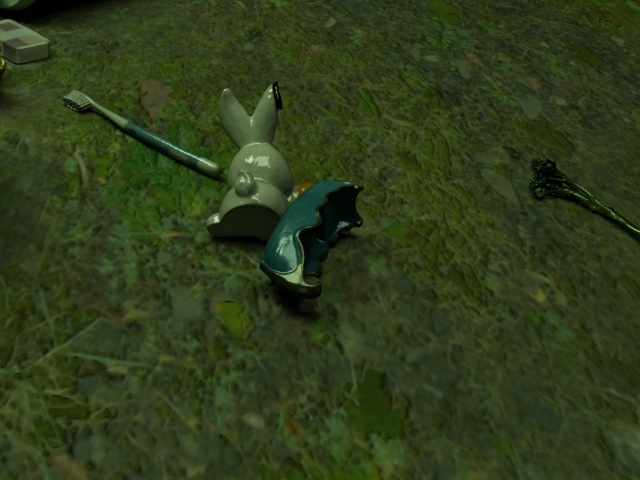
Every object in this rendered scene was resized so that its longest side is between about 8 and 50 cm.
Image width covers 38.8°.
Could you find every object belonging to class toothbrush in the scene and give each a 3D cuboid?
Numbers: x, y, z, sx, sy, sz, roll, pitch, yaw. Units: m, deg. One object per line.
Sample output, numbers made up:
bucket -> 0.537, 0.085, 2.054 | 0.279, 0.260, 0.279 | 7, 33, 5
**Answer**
toothbrush -> -0.239, -0.141, 1.189 | 0.276, 0.019, 0.025 | 28, 43, 26

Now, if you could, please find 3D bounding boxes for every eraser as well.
eraser -> -0.459, -0.299, 1.362 | 0.105, 0.026, 0.065 | 31, 36, 29

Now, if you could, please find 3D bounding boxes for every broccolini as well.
broccolini -> 0.360, -0.051, 1.197 | 0.194, 0.054, 0.052 | 30, 20, 25

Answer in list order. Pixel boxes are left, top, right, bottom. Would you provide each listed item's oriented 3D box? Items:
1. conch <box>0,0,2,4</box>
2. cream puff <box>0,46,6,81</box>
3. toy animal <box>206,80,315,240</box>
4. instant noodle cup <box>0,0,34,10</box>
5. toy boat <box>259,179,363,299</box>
conch -> -0.569, -0.395, 1.407 | 0.116, 0.106, 0.173 | -35, 78, -34
cream puff -> -0.492, -0.250, 1.191 | 0.121, 0.156, 0.156 | -29, 41, -1
toy animal -> -0.061, -0.087, 1.069 | 0.131, 0.127, 0.181 | 2, 45, -1
instant noodle cup -> -0.443, -0.542, 1.541 | 0.294, 0.294, 0.308 | 30, 31, 27
toy boat -> 0.000, 0.000, 0.991 | 0.077, 0.075, 0.185 | 14, 35, 22
